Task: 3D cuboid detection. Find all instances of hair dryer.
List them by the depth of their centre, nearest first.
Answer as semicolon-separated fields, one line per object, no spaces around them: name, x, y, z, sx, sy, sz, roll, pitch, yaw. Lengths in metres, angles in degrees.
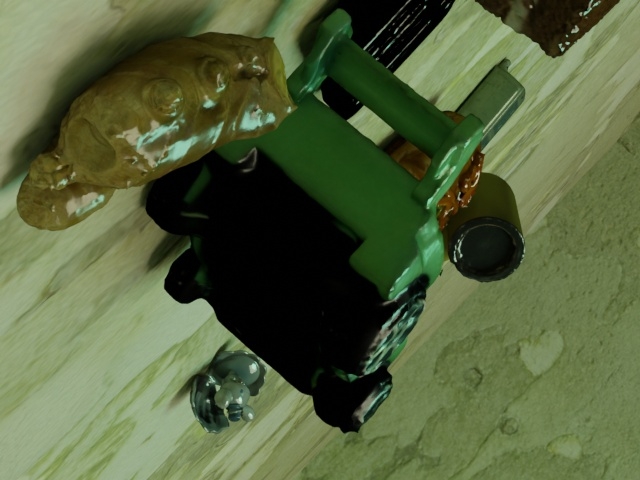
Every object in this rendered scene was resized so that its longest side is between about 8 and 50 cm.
hair dryer;0.110;0.011;1.914;0.279;0.090;0.135;-20;-152;12

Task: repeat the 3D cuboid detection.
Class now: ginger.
ginger;-0.094;-0.082;0.949;0.205;0.081;0.115;-36;152;-28

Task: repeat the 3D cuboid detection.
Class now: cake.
cake;0.200;-0.259;1.337;0.134;0.147;0.135;-41;167;-32

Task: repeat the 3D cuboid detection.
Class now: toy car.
toy car;0.000;0.000;1.229;0.176;0.213;0.358;-47;165;-19

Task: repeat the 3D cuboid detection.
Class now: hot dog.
hot dog;0.068;-0.012;1.758;0.349;0.117;0.158;-41;168;-37

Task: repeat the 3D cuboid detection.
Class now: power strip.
power strip;0.168;-0.113;1.994;0.272;0.052;0.078;-49;169;-1

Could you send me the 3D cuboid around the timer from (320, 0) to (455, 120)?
timer;0.052;-0.177;1.293;0.144;0.055;0.187;-47;174;-3

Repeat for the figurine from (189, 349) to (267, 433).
figurine;-0.107;0.181;1.819;0.082;0.094;0.086;-15;-141;23
